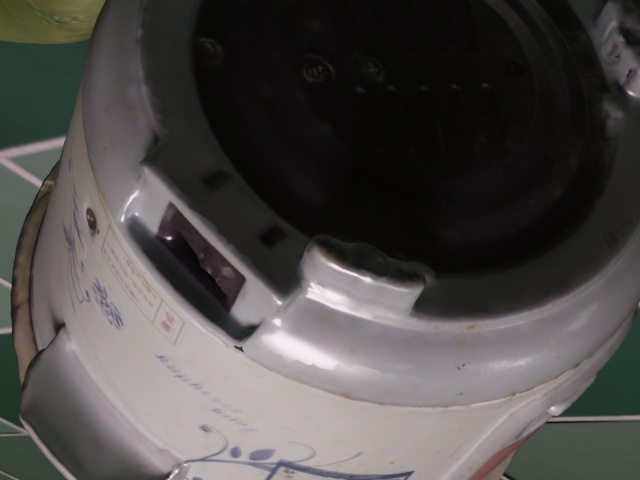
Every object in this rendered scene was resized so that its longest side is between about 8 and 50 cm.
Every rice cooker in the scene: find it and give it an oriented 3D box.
[{"bbox_3d":[0.000,0.000,0.721,0.264,0.316,0.317,42,158,7],"label":"rice cooker"}]

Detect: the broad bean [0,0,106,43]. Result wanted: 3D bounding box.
[{"bbox_3d":[-0.155,-0.145,0.696,0.169,0.100,0.228,14,160,10],"label":"broad bean"}]
